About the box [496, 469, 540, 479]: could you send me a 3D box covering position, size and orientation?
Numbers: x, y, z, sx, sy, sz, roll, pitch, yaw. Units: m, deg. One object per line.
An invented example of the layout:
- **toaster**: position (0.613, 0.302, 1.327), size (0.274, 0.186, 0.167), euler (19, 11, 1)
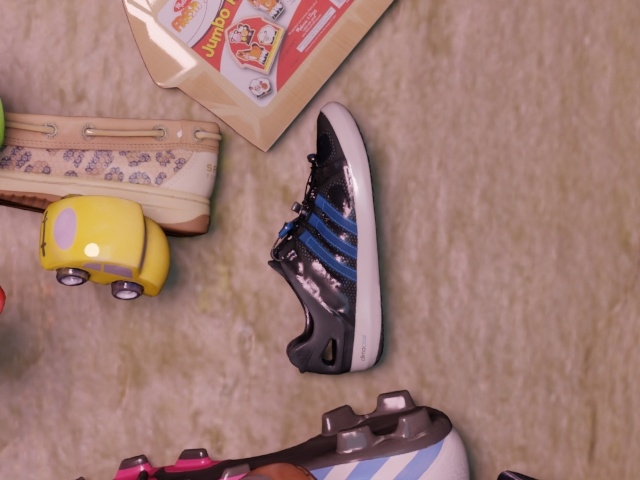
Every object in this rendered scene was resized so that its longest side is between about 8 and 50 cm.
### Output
- **box**: position (0.283, 0.377, 1.330), size (0.395, 0.212, 0.294), euler (21, 89, -15)

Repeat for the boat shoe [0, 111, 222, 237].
- **boat shoe**: position (-0.213, -0.069, 1.327), size (0.285, 0.104, 0.089), euler (12, 86, -18)

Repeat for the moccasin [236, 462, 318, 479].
- **moccasin**: position (-0.018, 0.306, 1.283), size (0.147, 0.139, 0.380), euler (-12, 123, -19)

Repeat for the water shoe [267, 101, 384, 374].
- **water shoe**: position (0.000, 0.000, 1.367), size (0.080, 0.073, 0.203), euler (-6, 92, -5)

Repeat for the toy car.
- **toy car**: position (-0.217, -0.037, 1.212), size (0.239, 0.053, 0.225), euler (-24, 86, -42)

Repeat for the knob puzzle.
- **knob puzzle**: position (-0.063, -0.190, 1.373), size (0.213, 0.030, 0.213), euler (0, 93, -8)

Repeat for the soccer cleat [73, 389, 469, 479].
- **soccer cleat**: position (-0.046, 0.217, 1.348), size (0.331, 0.116, 0.143), euler (-14, 101, -5)
